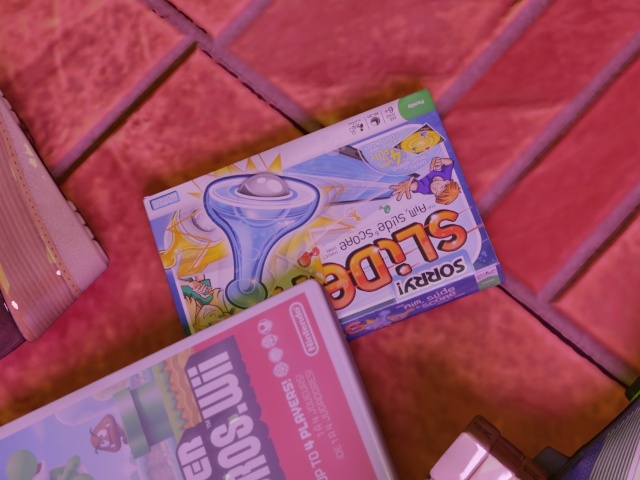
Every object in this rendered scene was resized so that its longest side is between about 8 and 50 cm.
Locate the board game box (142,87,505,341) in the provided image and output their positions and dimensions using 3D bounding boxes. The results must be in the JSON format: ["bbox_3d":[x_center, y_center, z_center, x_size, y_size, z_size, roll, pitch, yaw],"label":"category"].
[{"bbox_3d":[0.000,0.000,1.107,0.201,0.035,0.136,-22,64,3],"label":"board game box"}]

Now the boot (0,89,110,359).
[{"bbox_3d":[-0.280,-0.015,1.143,0.207,0.090,0.248,-33,68,-5],"label":"boot"}]

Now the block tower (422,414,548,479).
[{"bbox_3d":[0.179,0.232,0.880,0.335,0.097,0.091,40,97,8],"label":"block tower"}]

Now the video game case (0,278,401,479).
[{"bbox_3d":[-0.093,0.170,1.028,0.285,0.025,0.204,-26,64,9],"label":"video game case"}]

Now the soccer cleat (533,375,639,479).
[{"bbox_3d":[0.217,0.123,0.983,0.289,0.093,0.121,-41,75,-5],"label":"soccer cleat"}]
